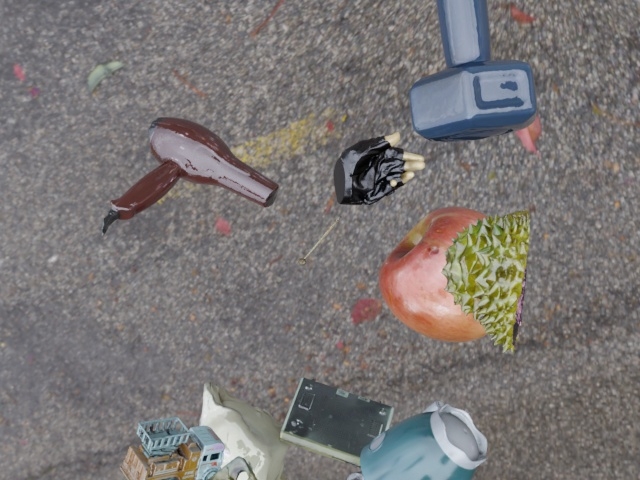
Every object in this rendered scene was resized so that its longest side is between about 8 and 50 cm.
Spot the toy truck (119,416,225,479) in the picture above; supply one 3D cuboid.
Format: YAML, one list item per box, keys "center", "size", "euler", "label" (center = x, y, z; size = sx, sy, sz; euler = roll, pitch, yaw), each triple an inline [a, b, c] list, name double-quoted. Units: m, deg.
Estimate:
- center: [-0.253, 0.377, 1.229]
  size: [0.080, 0.177, 0.115]
  euler: [33, 110, 42]
  label: "toy truck"

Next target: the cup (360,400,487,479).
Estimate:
- center: [0.183, 0.366, 1.154]
  size: [0.167, 0.300, 0.173]
  euler: [41, 116, -4]
  label: "cup"

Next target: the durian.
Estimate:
- center: [0.204, 0.044, 0.868]
  size: [0.108, 0.119, 0.187]
  euler: [6, 89, 18]
  label: "durian"

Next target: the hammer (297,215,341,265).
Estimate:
- center: [0.000, 0.000, 1.301]
  size: [0.014, 0.029, 0.123]
  euler: [46, 78, -23]
  label: "hammer"

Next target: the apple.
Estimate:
- center: [0.354, 0.099, 1.828]
  size: [0.363, 0.364, 0.364]
  euler: [8, 120, 13]
  label: "apple"

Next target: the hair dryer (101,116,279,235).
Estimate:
- center: [-0.295, -0.096, 1.414]
  size: [0.312, 0.340, 0.123]
  euler: [33, 145, 13]
  label: "hair dryer"

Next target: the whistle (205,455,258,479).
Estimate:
- center: [-0.197, 0.353, 0.735]
  size: [0.326, 0.057, 0.068]
  euler: [-38, 62, -3]
  label: "whistle"

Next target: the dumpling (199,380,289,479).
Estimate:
- center: [-0.210, 0.559, 1.896]
  size: [0.233, 0.315, 0.395]
  euler: [-36, 86, 0]
  label: "dumpling"

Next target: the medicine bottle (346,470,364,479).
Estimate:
- center: [0.096, 0.534, 1.506]
  size: [0.057, 0.199, 0.058]
  euler: [-9, 73, 31]
  label: "medicine bottle"

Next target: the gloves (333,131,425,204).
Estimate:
- center: [0.140, -0.164, 1.582]
  size: [0.203, 0.124, 0.165]
  euler: [-7, 106, -18]
  label: "gloves"

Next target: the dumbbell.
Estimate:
- center: [0.166, -0.280, 0.807]
  size: [0.144, 0.160, 0.325]
  euler: [-8, 91, 19]
  label: "dumbbell"

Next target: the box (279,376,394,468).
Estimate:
- center: [0.047, 0.481, 1.822]
  size: [0.270, 0.211, 0.045]
  euler: [18, 138, 9]
  label: "box"
